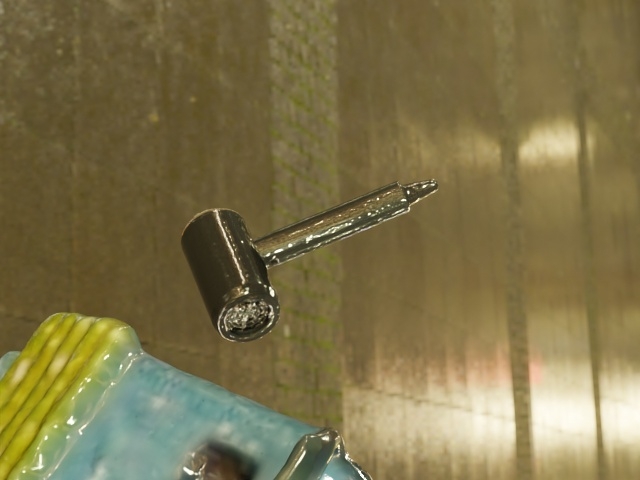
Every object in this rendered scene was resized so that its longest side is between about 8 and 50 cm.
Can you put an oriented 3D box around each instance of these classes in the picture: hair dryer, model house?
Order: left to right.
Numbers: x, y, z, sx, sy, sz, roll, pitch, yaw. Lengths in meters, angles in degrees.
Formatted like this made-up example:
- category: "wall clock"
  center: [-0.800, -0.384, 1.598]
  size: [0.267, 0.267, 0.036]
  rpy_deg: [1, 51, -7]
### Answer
- category: "model house"
  center: [-0.120, 0.186, 0.743]
  size: [0.237, 0.303, 0.215]
  rpy_deg: [-56, 141, -17]
- category: "hair dryer"
  center: [0.000, 0.000, 1.199]
  size: [0.128, 0.255, 0.070]
  rpy_deg: [-114, -177, -46]
